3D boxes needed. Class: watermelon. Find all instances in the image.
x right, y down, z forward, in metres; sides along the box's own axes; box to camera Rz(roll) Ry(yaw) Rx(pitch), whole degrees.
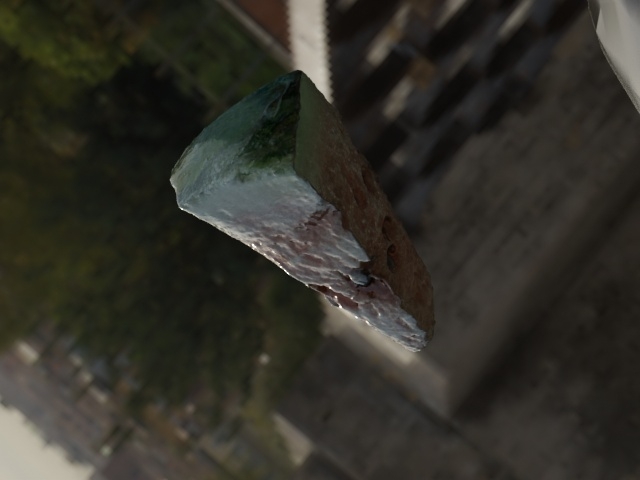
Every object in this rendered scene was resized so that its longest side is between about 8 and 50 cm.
[{"bbox_3d":[0.000,0.000,1.532,0.154,0.094,0.241,-27,125,35],"label":"watermelon"}]

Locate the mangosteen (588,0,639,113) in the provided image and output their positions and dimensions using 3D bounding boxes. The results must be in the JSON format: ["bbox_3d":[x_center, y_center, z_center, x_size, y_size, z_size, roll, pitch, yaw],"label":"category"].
[{"bbox_3d":[0.279,-0.164,0.899,0.306,0.360,0.306,15,161,5],"label":"mangosteen"}]
